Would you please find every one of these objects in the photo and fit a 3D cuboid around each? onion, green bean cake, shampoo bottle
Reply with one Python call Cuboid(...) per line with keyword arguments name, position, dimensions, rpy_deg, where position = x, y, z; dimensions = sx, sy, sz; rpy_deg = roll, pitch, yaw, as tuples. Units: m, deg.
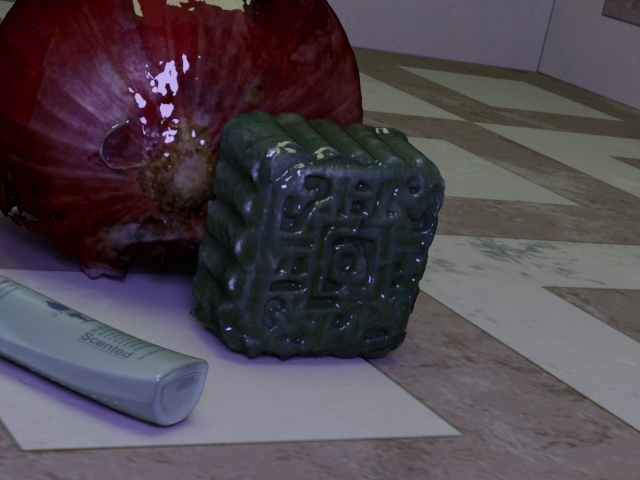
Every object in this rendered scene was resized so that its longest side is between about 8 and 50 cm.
Cuboid(name="onion", position=(-0.127, -0.118, 1.255), dimensions=(0.341, 0.341, 0.341), rpy_deg=(11, 15, -3))
Cuboid(name="green bean cake", position=(0.000, 0.000, 1.131), dimensions=(0.173, 0.181, 0.094), rpy_deg=(6, 17, -32))
Cuboid(name="shampoo bottle", position=(-0.177, 0.069, 0.988), dimensions=(0.212, 0.049, 0.072), rpy_deg=(19, 21, 27))
